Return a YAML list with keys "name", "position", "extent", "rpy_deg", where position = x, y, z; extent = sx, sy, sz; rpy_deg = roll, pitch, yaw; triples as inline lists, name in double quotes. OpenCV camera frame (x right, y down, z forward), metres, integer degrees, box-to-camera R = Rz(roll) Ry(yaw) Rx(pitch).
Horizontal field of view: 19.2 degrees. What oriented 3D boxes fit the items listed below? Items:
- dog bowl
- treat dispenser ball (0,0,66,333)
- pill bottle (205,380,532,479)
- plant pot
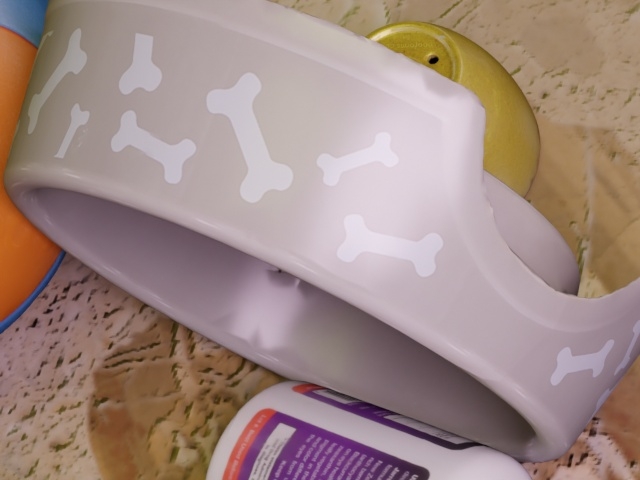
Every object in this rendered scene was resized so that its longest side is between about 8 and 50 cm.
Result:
- name: "dog bowl"
  position: [0.000, 0.000, 0.936]
  extent: [0.349, 0.349, 0.102]
  rpy_deg: [20, 76, 22]
- name: "treat dispenser ball"
  position: [-0.273, -0.057, 1.059]
  extent: [0.288, 0.288, 0.288]
  rpy_deg: [-6, 62, 11]
- name: "pill bottle"
  position: [0.043, 0.146, 0.954]
  extent: [0.193, 0.108, 0.108]
  rpy_deg: [17, 68, 39]
- name: "plant pot"
  position: [0.055, -0.074, 1.097]
  extent: [0.134, 0.095, 0.134]
  rpy_deg: [-6, 62, 11]
